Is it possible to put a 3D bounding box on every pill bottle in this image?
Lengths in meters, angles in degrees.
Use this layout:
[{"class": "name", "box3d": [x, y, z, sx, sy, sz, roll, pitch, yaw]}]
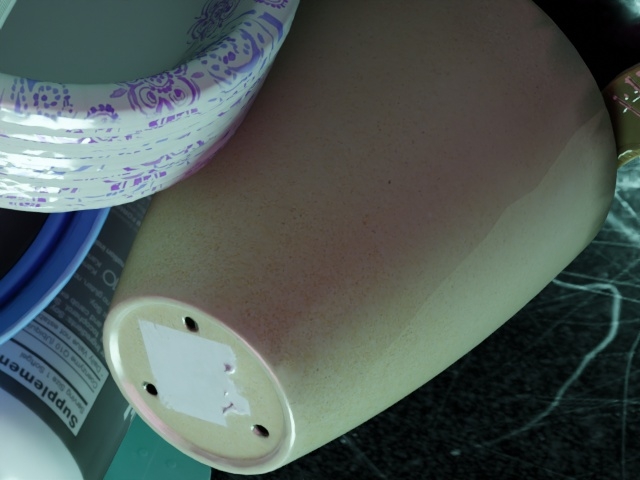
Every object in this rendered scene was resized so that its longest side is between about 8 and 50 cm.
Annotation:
[{"class": "pill bottle", "box3d": [-0.231, 0.095, 1.274, 0.210, 0.363, 0.210, 14, 139, 13]}]

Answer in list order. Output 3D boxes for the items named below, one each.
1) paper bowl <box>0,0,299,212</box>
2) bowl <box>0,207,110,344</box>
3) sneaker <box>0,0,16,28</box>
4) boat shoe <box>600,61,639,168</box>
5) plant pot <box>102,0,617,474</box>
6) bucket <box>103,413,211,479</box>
[{"class": "paper bowl", "box3d": [-0.162, -0.140, 1.008, 0.284, 0.284, 0.148, 27, 143, -3]}, {"class": "bowl", "box3d": [-0.309, -0.094, 1.118, 0.391, 0.391, 0.077, 31, 169, -8]}, {"class": "sneaker", "box3d": [-0.047, -0.238, 0.813, 0.257, 0.448, 0.169, 19, 178, -1]}, {"class": "boat shoe", "box3d": [0.192, -0.076, 1.137, 0.056, 0.048, 0.153, 43, 131, -3]}, {"class": "plant pot", "box3d": [0.000, 0.000, 1.091, 0.256, 0.274, 0.256, 22, 137, 22]}, {"class": "bucket", "box3d": [-0.211, 0.225, 1.483, 0.183, 0.281, 0.281, 26, 140, -5]}]
